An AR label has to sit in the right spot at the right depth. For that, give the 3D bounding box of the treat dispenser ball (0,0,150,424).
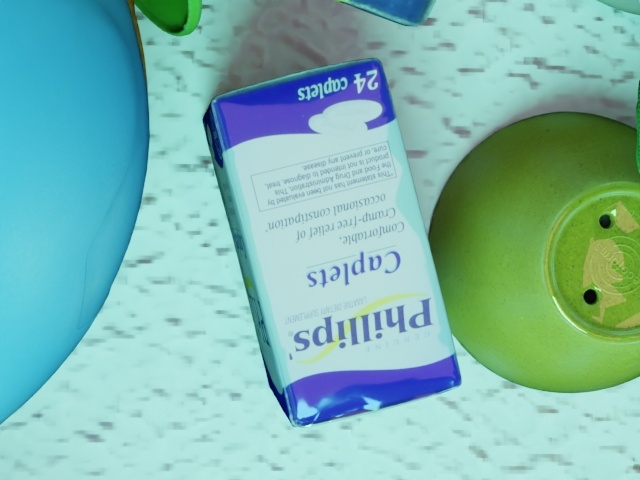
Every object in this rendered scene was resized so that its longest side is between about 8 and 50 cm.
[{"bbox_3d":[-0.206,-0.046,0.543,0.288,0.288,0.288,0,92,-5],"label":"treat dispenser ball"}]

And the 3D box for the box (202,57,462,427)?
[{"bbox_3d":[0.000,0.000,0.643,0.072,0.126,0.137,-15,93,-5],"label":"box"}]

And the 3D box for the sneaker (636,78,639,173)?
[{"bbox_3d":[0.230,0.003,0.614,0.146,0.134,0.343,-16,138,25],"label":"sneaker"}]

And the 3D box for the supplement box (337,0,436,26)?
[{"bbox_3d":[-0.105,-0.234,0.426,0.357,0.194,0.195,17,117,-17],"label":"supplement box"}]

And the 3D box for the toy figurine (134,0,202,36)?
[{"bbox_3d":[-0.035,-0.198,0.658,0.159,0.130,0.173,-30,70,-16],"label":"toy figurine"}]

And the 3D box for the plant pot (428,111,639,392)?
[{"bbox_3d":[0.121,0.007,0.668,0.134,0.095,0.134,0,92,-4],"label":"plant pot"}]

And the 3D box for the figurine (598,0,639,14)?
[{"bbox_3d":[0.230,-0.180,0.683,0.215,0.092,0.209,28,82,-4],"label":"figurine"}]
